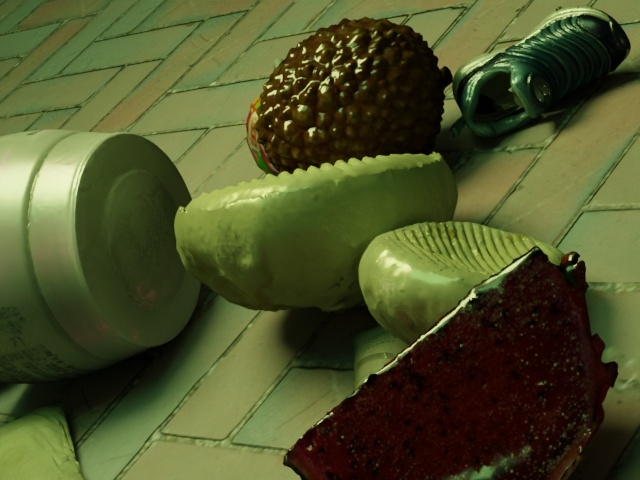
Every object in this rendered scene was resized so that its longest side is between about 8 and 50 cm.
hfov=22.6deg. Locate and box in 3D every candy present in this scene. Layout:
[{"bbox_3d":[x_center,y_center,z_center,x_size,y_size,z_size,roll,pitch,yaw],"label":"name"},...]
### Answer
[{"bbox_3d":[-0.040,-0.172,1.974,0.124,0.124,0.365,-31,21,5],"label":"candy"}]

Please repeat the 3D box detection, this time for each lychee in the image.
[{"bbox_3d":[0.044,-0.143,1.718,0.238,0.200,0.200,-16,17,-26],"label":"lychee"}]

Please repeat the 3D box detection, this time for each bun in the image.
[{"bbox_3d":[0.000,0.000,1.533,0.287,0.146,0.287,-13,-1,0],"label":"bun"},{"bbox_3d":[0.125,0.050,1.367,0.183,0.102,0.183,3,19,-1],"label":"bun"}]

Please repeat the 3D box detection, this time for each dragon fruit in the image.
[{"bbox_3d":[0.116,0.116,1.199,0.262,0.163,0.189,-42,20,11],"label":"dragon fruit"}]

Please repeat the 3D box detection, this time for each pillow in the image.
[{"bbox_3d":[-0.309,0.241,1.608,0.148,0.050,0.229,-28,25,-6],"label":"pillow"}]

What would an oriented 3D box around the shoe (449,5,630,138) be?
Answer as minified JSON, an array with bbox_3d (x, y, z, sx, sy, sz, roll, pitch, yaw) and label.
[{"bbox_3d":[0.227,-0.167,1.673,0.207,0.091,0.106,-27,26,27],"label":"shoe"}]

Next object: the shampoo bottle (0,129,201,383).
[{"bbox_3d":[-0.286,0.015,1.724,0.266,0.273,0.273,-11,32,27],"label":"shampoo bottle"}]

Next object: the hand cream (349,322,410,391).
[{"bbox_3d":[0.060,0.108,1.416,0.087,0.054,0.186,-22,20,13],"label":"hand cream"}]
